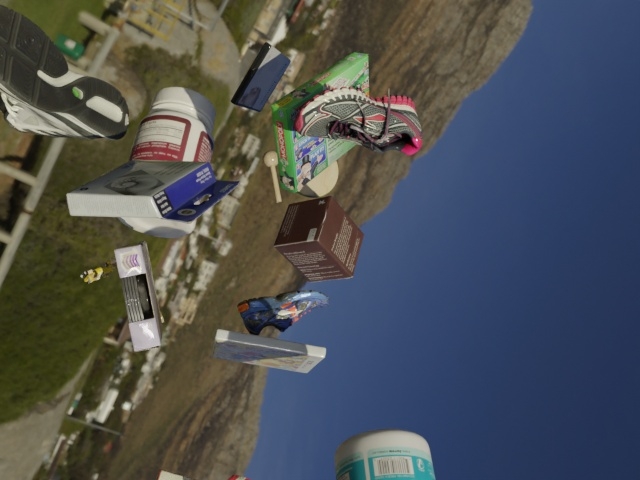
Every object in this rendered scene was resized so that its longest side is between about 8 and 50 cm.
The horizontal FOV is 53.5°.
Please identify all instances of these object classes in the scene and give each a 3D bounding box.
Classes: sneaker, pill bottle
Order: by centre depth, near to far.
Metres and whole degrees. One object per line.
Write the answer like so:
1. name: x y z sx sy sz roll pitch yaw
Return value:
1. pill bottle: 0.101 0.412 0.886 0.146 0.146 0.264 -48 -146 39
2. sneaker: 0.088 -0.240 1.312 0.121 0.299 0.111 -48 -128 55
3. sneaker: -0.651 -0.321 1.359 0.258 0.447 0.169 -5 -109 23
4. sneaker: -0.080 0.163 1.445 0.083 0.221 0.087 169 -88 -67
5. pill bottle: -0.429 -0.225 1.806 0.224 0.224 0.391 -35 -139 55

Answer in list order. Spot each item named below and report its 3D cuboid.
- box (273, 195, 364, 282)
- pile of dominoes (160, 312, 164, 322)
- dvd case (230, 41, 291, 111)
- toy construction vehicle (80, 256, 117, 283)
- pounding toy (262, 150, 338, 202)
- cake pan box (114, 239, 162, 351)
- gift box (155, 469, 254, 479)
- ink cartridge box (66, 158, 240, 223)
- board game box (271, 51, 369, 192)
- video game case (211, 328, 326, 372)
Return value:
1. box: 0.000 0.000 1.920 0.167 0.203 0.168 -9 -131 36
2. pile of dominoes: -0.506 0.139 1.843 0.196 0.040 0.251 49 -29 40
3. dvd case: -0.160 -0.445 1.759 0.180 0.022 0.253 -57 176 11
4. toy construction vehicle: -0.545 0.080 1.585 0.098 0.035 0.086 -30 176 40
5. pounding toy: -0.070 -0.213 2.034 0.110 0.237 0.182 -18 -95 65
6. cake pan box: -0.440 0.128 1.554 0.267 0.070 0.245 -167 -115 -76
7. gift box: -0.247 0.628 1.297 0.258 0.277 0.255 116 -15 -48
8. ink cartridge box: -0.284 -0.094 1.116 0.223 0.224 0.045 -56 148 -63
9. board game box: 0.012 -0.279 1.474 0.317 0.046 0.213 -42 140 -38
10. video game case: -0.119 0.243 1.370 0.206 0.227 0.026 119 -19 -66
